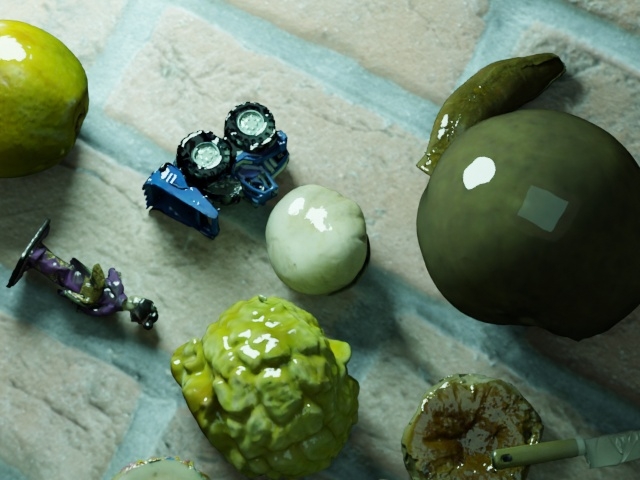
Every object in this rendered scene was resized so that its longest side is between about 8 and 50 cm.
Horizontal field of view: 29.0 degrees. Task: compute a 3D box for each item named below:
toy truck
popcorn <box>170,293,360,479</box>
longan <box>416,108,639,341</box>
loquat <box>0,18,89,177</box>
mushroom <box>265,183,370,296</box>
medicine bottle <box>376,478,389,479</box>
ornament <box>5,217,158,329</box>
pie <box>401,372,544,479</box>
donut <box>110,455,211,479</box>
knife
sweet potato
[{"bbox_3d":[-0.138,-0.086,1.697,0.208,0.113,0.126,-33,80,-11],"label":"toy truck"},{"bbox_3d":[-0.078,0.187,1.587,0.251,0.206,0.237,-5,88,27],"label":"popcorn"},{"bbox_3d":[0.285,-0.019,1.613,0.318,0.319,0.319,1,74,-4],"label":"longan"},{"bbox_3d":[-0.436,-0.195,1.659,0.246,0.213,0.213,16,74,-1],"label":"loquat"},{"bbox_3d":[0.000,0.000,1.684,0.154,0.122,0.154,-1,87,32],"label":"mushroom"},{"bbox_3d":[0.164,0.403,1.578,0.252,0.114,0.114,25,74,2],"label":"medicine bottle"},{"bbox_3d":[-0.309,0.055,1.671,0.203,0.088,0.081,24,49,-10],"label":"ornament"},{"bbox_3d":[0.199,0.270,1.653,0.195,0.046,0.195,1,74,-3],"label":"pie"},{"bbox_3d":[-0.212,0.335,1.596,0.165,0.065,0.108,-13,75,-7],"label":"donut"},{"bbox_3d":[0.363,0.282,1.652,0.297,0.017,0.047,-5,75,-20],"label":"knife"},{"bbox_3d":[0.240,-0.185,1.775,0.286,0.085,0.112,-42,114,-24],"label":"sweet potato"}]
